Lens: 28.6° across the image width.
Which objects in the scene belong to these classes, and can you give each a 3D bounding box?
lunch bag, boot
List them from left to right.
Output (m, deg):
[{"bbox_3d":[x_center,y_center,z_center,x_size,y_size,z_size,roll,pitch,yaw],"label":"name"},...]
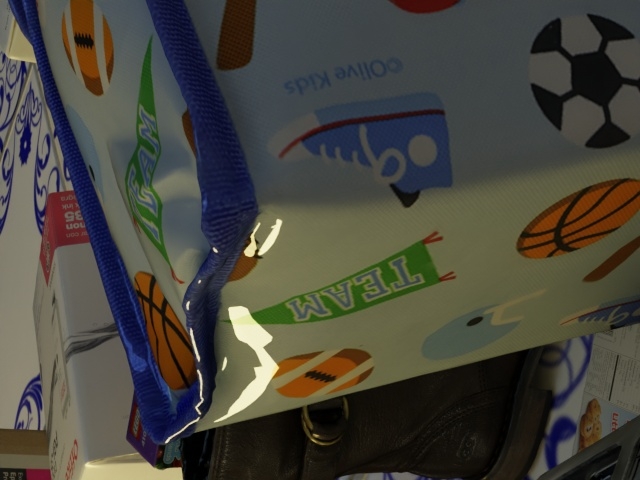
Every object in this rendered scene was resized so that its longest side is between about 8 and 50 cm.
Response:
[{"bbox_3d":[0.029,0.034,0.710,0.091,0.228,0.263,4,88,61],"label":"boot"},{"bbox_3d":[0.028,-0.140,0.578,0.239,0.327,0.386,114,138,-55],"label":"lunch bag"}]

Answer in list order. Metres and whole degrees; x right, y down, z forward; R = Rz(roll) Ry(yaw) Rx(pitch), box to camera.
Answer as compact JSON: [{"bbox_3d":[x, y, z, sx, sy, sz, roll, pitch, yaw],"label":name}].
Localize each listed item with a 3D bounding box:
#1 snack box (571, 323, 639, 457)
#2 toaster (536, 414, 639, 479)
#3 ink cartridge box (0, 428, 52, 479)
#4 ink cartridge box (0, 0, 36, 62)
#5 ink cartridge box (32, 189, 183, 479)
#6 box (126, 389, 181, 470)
[{"bbox_3d":[0.162,0.119,0.669,0.064,0.022,0.178,19,101,59],"label":"snack box"},{"bbox_3d":[0.155,0.146,0.509,0.168,0.110,0.186,-49,5,48],"label":"toaster"},{"bbox_3d":[-0.317,0.319,1.314,0.088,0.193,0.235,-47,46,45],"label":"ink cartridge box"},{"bbox_3d":[-0.214,-0.268,1.209,0.307,0.223,0.129,51,129,52],"label":"ink cartridge box"},{"bbox_3d":[-0.192,0.123,1.171,0.207,0.117,0.283,114,148,-50],"label":"ink cartridge box"},{"bbox_3d":[0.000,0.000,0.799,0.057,0.200,0.293,26,107,59],"label":"box"}]
